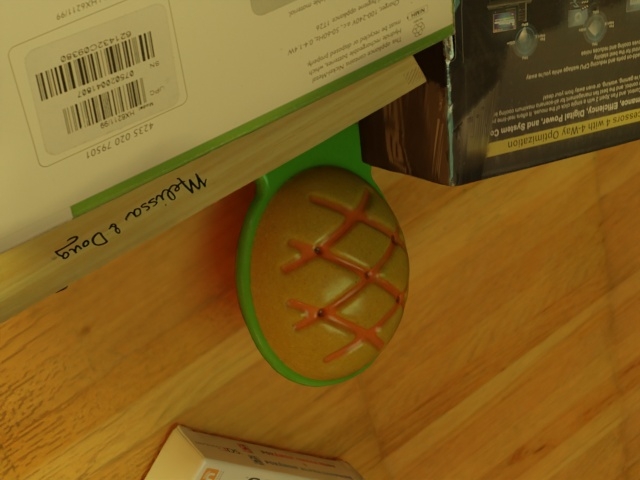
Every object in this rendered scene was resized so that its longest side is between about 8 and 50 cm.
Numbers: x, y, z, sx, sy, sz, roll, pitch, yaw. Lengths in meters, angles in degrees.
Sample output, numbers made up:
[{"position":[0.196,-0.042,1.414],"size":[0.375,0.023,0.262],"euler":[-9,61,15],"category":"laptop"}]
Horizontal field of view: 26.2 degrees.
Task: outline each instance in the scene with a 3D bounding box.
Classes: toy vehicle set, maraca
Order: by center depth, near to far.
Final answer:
[{"position":[-0.101,-0.065,0.617],"size":[0.267,0.166,0.035],"euler":[-29,136,8],"category":"toy vehicle set"},{"position":[0.000,0.000,0.869],"size":[0.127,0.099,0.185],"euler":[-9,97,-39],"category":"maraca"}]

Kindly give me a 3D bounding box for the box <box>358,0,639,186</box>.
[{"position":[0.197,-0.225,0.821],"size":[0.395,0.097,0.318],"euler":[-15,109,-31],"category":"box"}]

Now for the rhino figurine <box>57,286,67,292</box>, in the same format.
[{"position":[-0.118,-0.063,0.738],"size":[0.243,0.073,0.106],"euler":[-55,141,5],"category":"rhino figurine"}]

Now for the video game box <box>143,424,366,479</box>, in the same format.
[{"position":[-0.077,0.242,0.998],"size":[0.187,0.048,0.205],"euler":[21,102,-44],"category":"video game box"}]

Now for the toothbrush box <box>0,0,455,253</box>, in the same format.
[{"position":[-0.116,-0.140,0.530],"size":[0.206,0.283,0.122],"euler":[-29,134,-24],"category":"toothbrush box"}]
